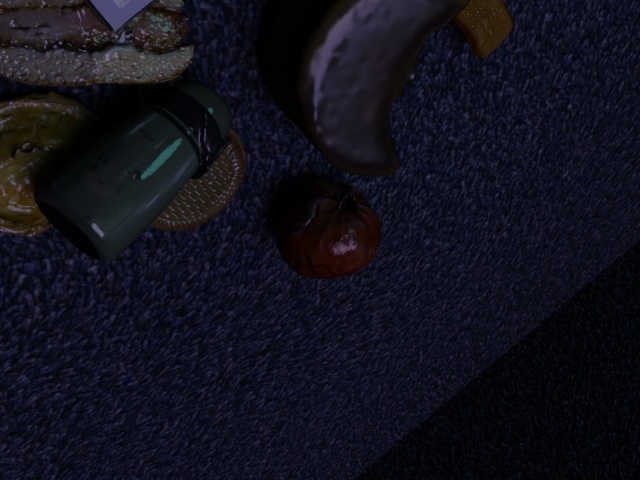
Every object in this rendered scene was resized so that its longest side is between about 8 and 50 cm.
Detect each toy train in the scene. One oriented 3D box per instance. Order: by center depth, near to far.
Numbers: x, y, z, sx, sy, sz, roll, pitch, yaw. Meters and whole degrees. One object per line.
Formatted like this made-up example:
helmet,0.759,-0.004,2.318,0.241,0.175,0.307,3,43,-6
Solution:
toy train,-0.285,-0.271,1.315,0.083,0.033,0.053,-22,144,-23

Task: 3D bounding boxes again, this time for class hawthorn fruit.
hawthorn fruit,0.000,0.000,1.684,0.242,0.241,0.271,-4,141,-38

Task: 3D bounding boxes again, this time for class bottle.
bottle,-0.291,-0.132,1.230,0.347,0.169,0.168,-48,147,-24

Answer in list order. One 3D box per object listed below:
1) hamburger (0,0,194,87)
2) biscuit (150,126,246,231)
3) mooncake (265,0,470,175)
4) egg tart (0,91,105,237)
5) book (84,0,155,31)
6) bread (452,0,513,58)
hamburger,-0.345,-0.314,1.119,0.283,0.245,0.155,4,106,7
biscuit,-0.258,-0.129,1.444,0.259,0.079,0.259,-22,138,-22
mooncake,0.096,-0.350,1.387,0.394,0.246,0.393,-36,137,-6
egg tart,-0.487,-0.116,1.237,0.291,0.107,0.290,-24,139,-22
book,-0.291,-0.525,0.935,0.300,0.039,0.428,-40,124,-3
bread,0.339,-0.490,1.597,0.116,0.077,0.200,-44,141,7
